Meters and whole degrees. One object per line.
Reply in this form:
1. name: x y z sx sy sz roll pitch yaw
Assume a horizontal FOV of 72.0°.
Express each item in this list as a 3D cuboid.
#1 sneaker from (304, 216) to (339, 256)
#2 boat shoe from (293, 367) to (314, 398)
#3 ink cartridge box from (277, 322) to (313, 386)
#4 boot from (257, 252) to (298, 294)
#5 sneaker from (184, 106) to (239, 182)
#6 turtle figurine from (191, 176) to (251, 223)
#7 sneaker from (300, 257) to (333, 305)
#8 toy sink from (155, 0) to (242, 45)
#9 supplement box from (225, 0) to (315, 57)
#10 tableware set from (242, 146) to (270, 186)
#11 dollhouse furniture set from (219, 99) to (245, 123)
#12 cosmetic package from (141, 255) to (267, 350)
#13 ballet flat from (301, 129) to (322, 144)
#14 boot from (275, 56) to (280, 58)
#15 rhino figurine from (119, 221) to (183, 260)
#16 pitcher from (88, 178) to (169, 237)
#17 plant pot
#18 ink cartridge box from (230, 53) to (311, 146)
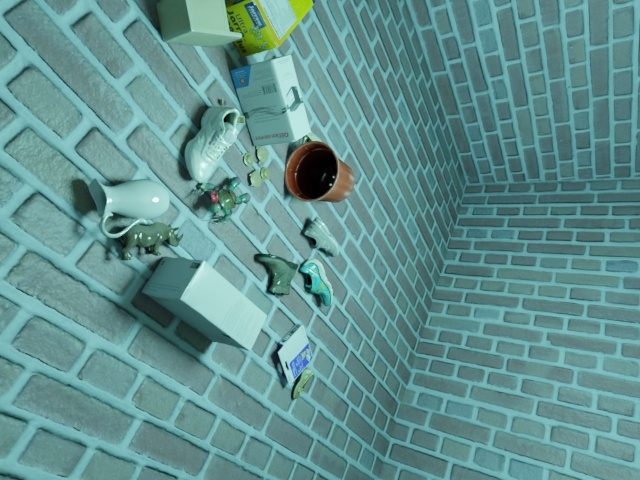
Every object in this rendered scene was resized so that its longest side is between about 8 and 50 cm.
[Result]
1. sneaker: 0.000 0.000 2.181 0.115 0.105 0.281 -39 135 -5
2. boat shoe: -0.082 0.687 2.095 0.152 0.048 0.056 -64 163 -10
3. ink cartridge box: -0.126 0.531 2.054 0.208 0.045 0.206 -42 125 -47
4. boot: -0.193 0.154 1.915 0.247 0.084 0.161 27 76 -50
5. sneaker: -0.379 -0.350 1.560 0.114 0.152 0.304 35 66 -52
6. turtle figurine: -0.361 -0.146 1.637 0.234 0.118 0.175 -45 127 -50
7. sneaker: -0.022 0.215 2.159 0.110 0.107 0.275 -36 118 -25
8. toy sink: -0.406 -0.750 1.497 0.234 0.153 0.131 -24 111 -50
9. supplement box: -0.206 -0.916 1.727 0.194 0.196 0.356 57 48 -39
10. tableware set: -0.260 -0.308 1.840 0.141 0.020 0.168 -32 116 -51
11. dollhouse furniture set: -0.317 -0.491 1.694 0.114 0.081 0.090 -12 102 -53
12. cosmetic package: -0.390 0.222 1.530 0.385 0.217 0.156 49 54 -42
13. ballet flat: -0.073 -0.489 2.043 0.248 0.086 0.086 33 66 -51
14. boot: -0.177 -0.723 1.910 0.099 0.045 0.121 52 51 -46
15. rhino figurine: -0.540 -0.005 1.425 0.243 0.073 0.106 -12 105 -55
16. pitcher: -0.570 -0.098 1.331 0.207 0.126 0.177 -6 87 -47
17. plant pot: 0.017 -0.292 2.042 0.265 0.273 0.272 10 84 -63
18. ink cartridge box: -0.193 -0.546 1.742 0.129 0.223 0.307 -42 125 -46
